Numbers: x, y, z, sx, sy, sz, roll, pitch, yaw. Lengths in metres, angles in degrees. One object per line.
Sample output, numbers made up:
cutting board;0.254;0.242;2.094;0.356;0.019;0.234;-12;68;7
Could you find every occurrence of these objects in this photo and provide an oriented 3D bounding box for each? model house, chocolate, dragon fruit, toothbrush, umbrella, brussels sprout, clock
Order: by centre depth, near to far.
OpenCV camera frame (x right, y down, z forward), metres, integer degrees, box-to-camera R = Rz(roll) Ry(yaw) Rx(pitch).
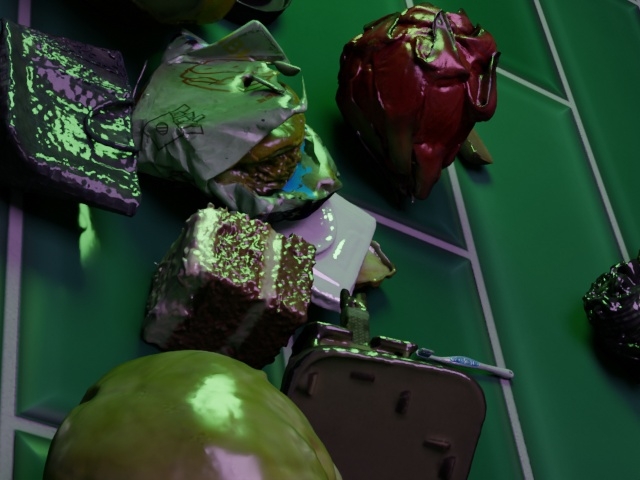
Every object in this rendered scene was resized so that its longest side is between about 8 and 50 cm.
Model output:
brussels sprout;-0.104;0.239;1.283;0.316;0.243;0.274;59;13;16
model house;0.041;0.176;1.569;0.205;0.218;0.278;13;16;-7
toothbrush;0.179;0.152;1.847;0.162;0.017;0.014;17;54;-37
dragon fruit;0.133;-0.182;2.004;0.234;0.234;0.293;14;61;-35
umbrella;0.501;0.171;2.052;0.336;0.128;0.154;48;32;5
clock;-0.125;-0.376;2.112;0.185;0.040;0.184;27;37;-22
chocolate;0.214;-0.146;2.200;0.064;0.031;0.100;13;42;-52

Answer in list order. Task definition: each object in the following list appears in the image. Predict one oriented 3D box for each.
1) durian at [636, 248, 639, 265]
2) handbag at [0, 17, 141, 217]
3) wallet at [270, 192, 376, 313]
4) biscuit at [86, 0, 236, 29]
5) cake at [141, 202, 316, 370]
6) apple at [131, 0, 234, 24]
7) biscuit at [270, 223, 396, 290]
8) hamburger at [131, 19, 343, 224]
durian;0.563;0.047;2.194;0.196;0.196;0.167;45;16;5
handbag;-0.279;-0.136;1.627;0.175;0.088;0.270;13;43;-26
wallet;0.000;0.000;1.759;0.124;0.032;0.183;34;37;-9
biscuit;-0.248;-0.384;1.966;0.257;0.049;0.273;-20;66;-40
cake;-0.098;0.053;1.579;0.147;0.135;0.134;26;37;-14
apple;-0.240;-0.401;1.804;0.346;0.179;0.254;35;-3;0
biscuit;-0.039;-0.041;1.825;0.187;0.036;0.273;-10;60;-50
hamburger;-0.095;-0.142;1.733;0.276;0.150;0.260;28;41;10
